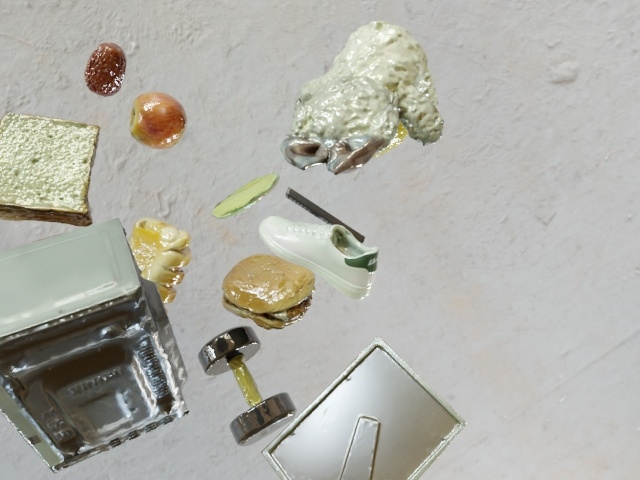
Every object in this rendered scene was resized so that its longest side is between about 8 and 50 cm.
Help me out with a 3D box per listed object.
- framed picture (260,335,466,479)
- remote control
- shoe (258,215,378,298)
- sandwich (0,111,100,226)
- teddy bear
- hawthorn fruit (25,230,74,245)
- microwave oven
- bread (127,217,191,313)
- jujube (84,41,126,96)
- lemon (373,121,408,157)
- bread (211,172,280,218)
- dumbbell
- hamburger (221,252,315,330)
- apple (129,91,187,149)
[{"bbox_3d":[0.061,0.293,0.731,0.260,0.189,0.023,-44,152,-8],"label":"framed picture"},{"bbox_3d":[0.011,-0.062,1.309,0.245,0.063,0.025,33,82,-4],"label":"remote control"},{"bbox_3d":[0.000,0.000,0.940,0.095,0.265,0.110,-35,150,-48],"label":"shoe"},{"bbox_3d":[-0.629,-0.159,1.122,0.227,0.250,0.087,5,154,-23],"label":"sandwich"},{"bbox_3d":[0.090,-0.241,1.032,0.375,0.328,0.361,46,61,-71],"label":"teddy bear"},{"bbox_3d":[-0.691,0.107,1.413,0.369,0.285,0.284,-28,125,-26],"label":"hawthorn fruit"},{"bbox_3d":[-0.328,0.156,0.693,0.238,0.181,0.294,-19,134,-19],"label":"microwave oven"},{"bbox_3d":[-0.428,0.102,1.222,0.310,0.173,0.121,-65,157,3],"label":"bread"},{"bbox_3d":[-0.694,-0.556,1.602,0.112,0.109,0.176,-25,152,-56],"label":"jujube"},{"bbox_3d":[0.123,-0.369,1.417,0.322,0.268,0.268,-26,123,-16],"label":"lemon"},{"bbox_3d":[-0.279,-0.165,1.869,0.302,0.301,0.045,-32,110,-2],"label":"bread"},{"bbox_3d":[-0.234,0.452,1.554,0.204,0.322,0.203,-27,157,-13],"label":"dumbbell"},{"bbox_3d":[-0.157,0.148,1.531,0.284,0.259,0.144,18,122,17],"label":"hamburger"},{"bbox_3d":[-0.390,-0.289,1.197,0.147,0.146,0.146,-9,119,-16],"label":"apple"}]
